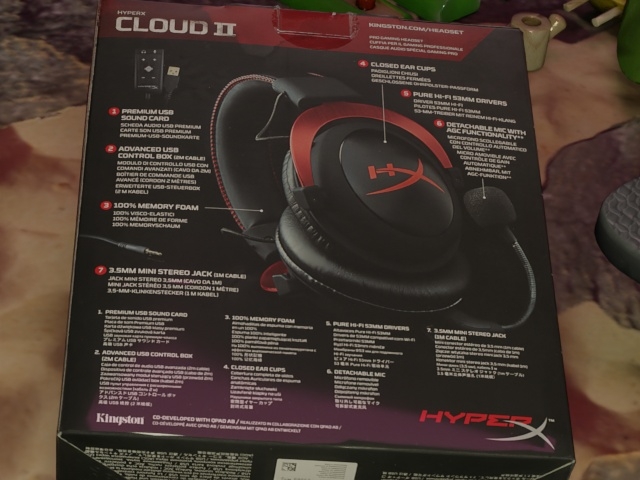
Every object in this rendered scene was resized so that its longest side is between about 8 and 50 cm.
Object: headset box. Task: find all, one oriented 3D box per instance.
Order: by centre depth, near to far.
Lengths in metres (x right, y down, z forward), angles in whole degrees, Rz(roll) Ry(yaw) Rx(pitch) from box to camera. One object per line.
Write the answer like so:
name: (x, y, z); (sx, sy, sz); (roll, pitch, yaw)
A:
headset box: (-0.007, 0.006, 0.873); (0.218, 0.110, 0.293); (3, 50, -6)

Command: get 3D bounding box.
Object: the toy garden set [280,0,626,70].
toy garden set: (0.118, -0.185, 1.264); (0.244, 0.049, 0.204); (-26, 47, -37)

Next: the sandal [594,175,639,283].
sandal: (0.258, 0.014, 0.964); (0.254, 0.054, 0.097); (3, 40, -25)

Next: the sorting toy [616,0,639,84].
sorting toy: (0.274, -0.119, 1.154); (0.126, 0.127, 0.365); (23, 41, -19)
